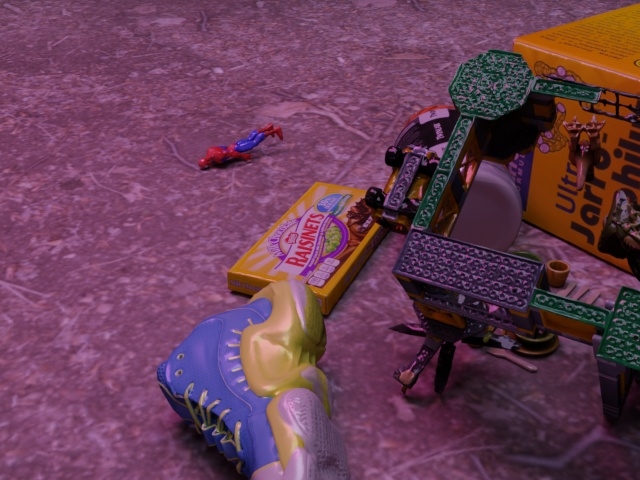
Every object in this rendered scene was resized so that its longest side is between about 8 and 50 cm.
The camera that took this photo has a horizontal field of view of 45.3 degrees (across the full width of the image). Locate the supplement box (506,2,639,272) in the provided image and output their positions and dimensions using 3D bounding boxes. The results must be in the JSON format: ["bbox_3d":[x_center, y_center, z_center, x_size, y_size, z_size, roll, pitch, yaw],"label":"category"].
[{"bbox_3d":[0.389,-0.139,0.844,0.356,0.194,0.195,-22,37,-30],"label":"supplement box"}]

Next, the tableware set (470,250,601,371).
[{"bbox_3d":[0.183,0.054,0.695,0.104,0.024,0.154,23,39,33],"label":"tableware set"}]

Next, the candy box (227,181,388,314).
[{"bbox_3d":[0.000,0.000,0.784,0.105,0.027,0.206,10,33,22],"label":"candy box"}]

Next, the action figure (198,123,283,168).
[{"bbox_3d":[-0.103,-0.117,0.976,0.115,0.030,0.038,-23,32,-24],"label":"action figure"}]

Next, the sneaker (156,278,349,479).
[{"bbox_3d":[-0.053,0.128,0.542,0.126,0.091,0.240,-17,31,8],"label":"sneaker"}]

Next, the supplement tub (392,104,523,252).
[{"bbox_3d":[0.135,-0.064,0.800,0.117,0.117,0.190,-1,32,0],"label":"supplement tub"}]

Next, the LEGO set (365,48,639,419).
[{"bbox_3d":[0.215,0.016,0.567,0.331,0.192,0.255,9,69,25],"label":"LEGO set"}]
